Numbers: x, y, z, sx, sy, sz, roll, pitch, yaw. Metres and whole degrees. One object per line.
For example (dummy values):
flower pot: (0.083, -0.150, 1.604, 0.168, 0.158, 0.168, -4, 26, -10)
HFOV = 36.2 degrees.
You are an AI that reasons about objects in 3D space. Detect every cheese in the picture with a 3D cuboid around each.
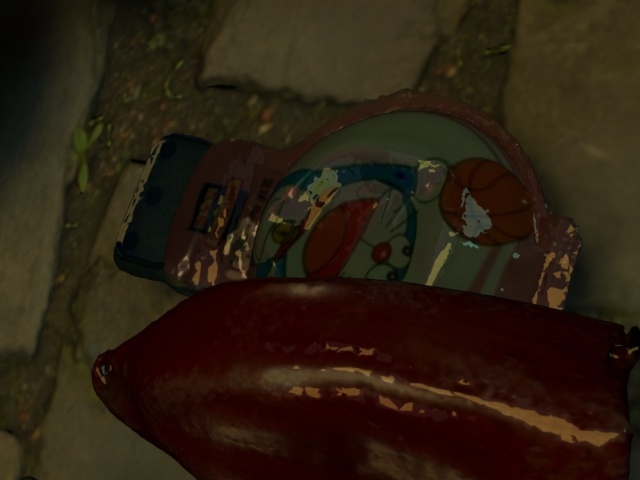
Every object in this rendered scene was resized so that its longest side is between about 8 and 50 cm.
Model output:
cheese: (0.000, 0.000, 0.533, 0.285, 0.074, 0.189, 14, 77, 34)

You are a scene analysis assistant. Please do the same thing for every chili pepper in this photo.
chili pepper: (0.010, 0.077, 0.415, 0.252, 0.144, 0.136, 14, 79, 15)

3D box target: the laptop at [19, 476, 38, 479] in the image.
laptop: (-0.169, 0.276, 0.472, 0.187, 0.015, 0.269, 37, 86, 23)
